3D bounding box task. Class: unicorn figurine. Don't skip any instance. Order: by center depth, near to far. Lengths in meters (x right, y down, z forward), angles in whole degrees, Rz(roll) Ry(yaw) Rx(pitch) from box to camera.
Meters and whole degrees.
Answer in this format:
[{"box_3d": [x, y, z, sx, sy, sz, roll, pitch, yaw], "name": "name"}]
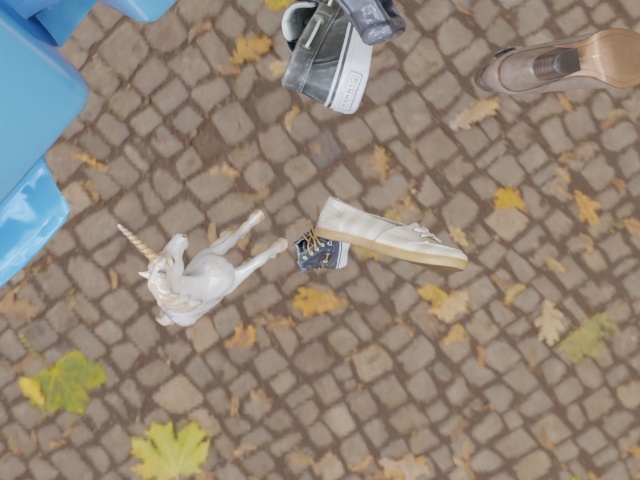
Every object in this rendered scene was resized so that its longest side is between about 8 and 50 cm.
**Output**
[{"box_3d": [-0.080, 0.022, 0.706, 0.060, 0.162, 0.111, 43, 59, 14], "name": "unicorn figurine"}]

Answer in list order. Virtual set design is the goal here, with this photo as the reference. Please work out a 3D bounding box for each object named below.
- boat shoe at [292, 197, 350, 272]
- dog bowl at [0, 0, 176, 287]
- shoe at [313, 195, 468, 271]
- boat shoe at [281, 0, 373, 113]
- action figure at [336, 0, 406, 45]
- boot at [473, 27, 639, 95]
[{"box_3d": [0.000, 0.000, 1.648, 0.083, 0.065, 0.183, -13, 151, -7], "name": "boat shoe"}, {"box_3d": [-0.101, -0.092, 0.323, 0.074, 0.166, 0.297, 41, 89, 17], "name": "dog bowl"}, {"box_3d": [0.095, -0.007, 1.378, 0.219, 0.076, 0.058, 16, 89, 20], "name": "shoe"}, {"box_3d": [0.009, -0.290, 1.377, 0.119, 0.335, 0.121, 19, 122, -9], "name": "boat shoe"}, {"box_3d": [0.020, -0.305, 0.553, 0.178, 0.330, 0.341, -20, 115, 40], "name": "action figure"}, {"box_3d": [0.173, -0.126, 0.741, 0.118, 0.087, 0.042, -6, 94, -28], "name": "boot"}]
